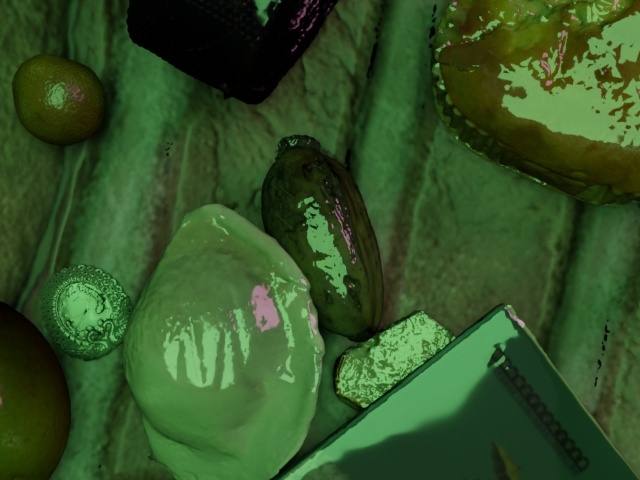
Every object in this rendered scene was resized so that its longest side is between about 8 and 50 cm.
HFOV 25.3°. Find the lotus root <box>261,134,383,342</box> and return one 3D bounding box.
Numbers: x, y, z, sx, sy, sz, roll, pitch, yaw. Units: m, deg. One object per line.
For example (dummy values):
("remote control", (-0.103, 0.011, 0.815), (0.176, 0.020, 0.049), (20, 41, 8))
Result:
("lotus root", (0.000, 0.000, 1.168), (0.080, 0.089, 0.179), (-21, 82, 26))

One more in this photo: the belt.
("belt", (-0.044, -0.262, 1.146), (0.164, 0.184, 0.289), (31, 83, 10))

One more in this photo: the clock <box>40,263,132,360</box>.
("clock", (-0.200, 0.060, 1.214), (0.074, 0.010, 0.083), (-39, 84, 0))

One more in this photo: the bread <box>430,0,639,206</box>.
("bread", (0.212, -0.131, 1.145), (0.250, 0.133, 0.179), (25, 91, 6))

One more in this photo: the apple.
("apple", (-0.298, 0.139, 1.143), (0.196, 0.157, 0.196), (-1, 85, 12))

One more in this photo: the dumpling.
("dumpling", (-0.070, 0.089, 1.139), (0.166, 0.126, 0.216), (11, 75, 22))

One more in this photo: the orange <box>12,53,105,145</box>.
("orange", (-0.219, -0.119, 1.195), (0.085, 0.085, 0.085), (0, 86, 4))

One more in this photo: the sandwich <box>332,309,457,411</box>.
("sandwich", (0.063, 0.102, 1.182), (0.104, 0.036, 0.093), (5, 87, 5))

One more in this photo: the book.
("book", (0.078, 0.263, 1.152), (0.379, 0.031, 0.264), (-39, 96, 0))
